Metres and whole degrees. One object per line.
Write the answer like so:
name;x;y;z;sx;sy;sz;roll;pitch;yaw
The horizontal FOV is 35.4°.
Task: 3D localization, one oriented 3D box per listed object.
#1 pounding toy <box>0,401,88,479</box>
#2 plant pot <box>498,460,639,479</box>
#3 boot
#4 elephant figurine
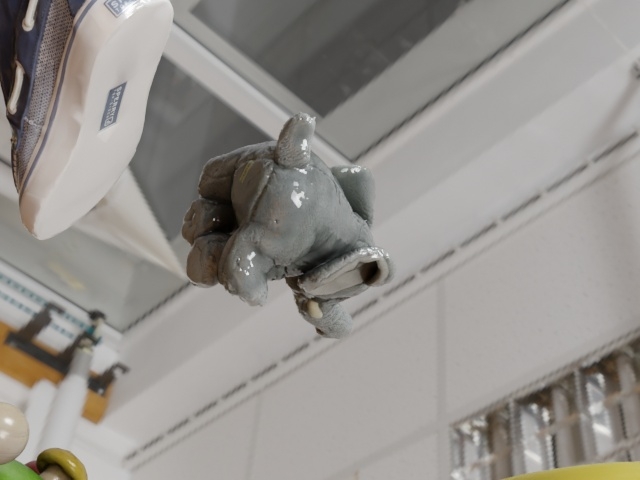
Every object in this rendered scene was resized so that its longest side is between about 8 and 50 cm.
pounding toy;-0.282;0.222;0.930;0.183;0.237;0.110;5;-147;33
plant pot;0.164;0.272;0.513;0.254;0.254;0.239;-31;-138;37
boot;-0.138;-0.084;0.518;0.069;0.086;0.190;-36;167;-43
elephant figurine;0.000;0.000;0.972;0.186;0.239;0.169;3;-104;53
